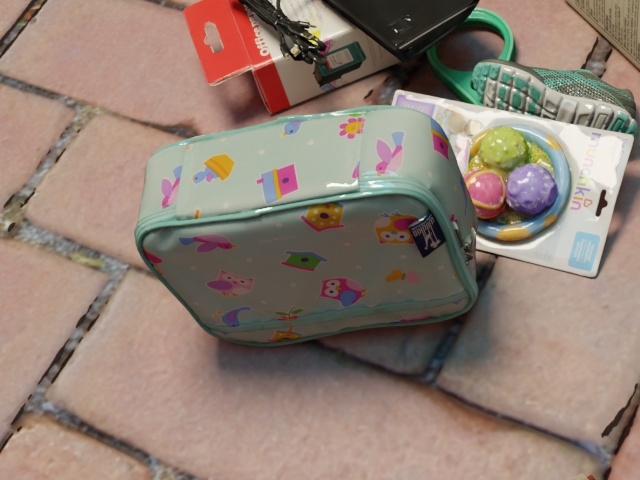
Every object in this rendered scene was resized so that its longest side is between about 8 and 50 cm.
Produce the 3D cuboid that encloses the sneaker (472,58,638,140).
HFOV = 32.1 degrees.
[{"bbox_3d":[0.229,-0.140,1.080,0.166,0.065,0.076,24,44,9],"label":"sneaker"}]

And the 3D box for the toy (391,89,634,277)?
[{"bbox_3d":[0.153,-0.062,1.036,0.237,0.056,0.137,14,85,27],"label":"toy"}]

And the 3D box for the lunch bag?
[{"bbox_3d":[0.000,0.000,0.963,0.279,0.224,0.108,-7,52,18],"label":"lunch bag"}]

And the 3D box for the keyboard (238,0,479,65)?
[{"bbox_3d":[0.001,-0.273,1.159,0.201,0.033,0.317,-32,52,-16],"label":"keyboard"}]

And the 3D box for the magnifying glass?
[{"bbox_3d":[0.166,-0.150,1.131,0.092,0.026,0.231,-14,57,6],"label":"magnifying glass"}]

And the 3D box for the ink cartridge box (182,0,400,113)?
[{"bbox_3d":[-0.019,-0.229,1.202,0.231,0.078,0.134,-21,54,1],"label":"ink cartridge box"}]

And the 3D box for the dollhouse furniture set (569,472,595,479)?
[{"bbox_3d":[0.172,0.232,0.777,0.129,0.183,0.129,-31,54,-6],"label":"dollhouse furniture set"}]

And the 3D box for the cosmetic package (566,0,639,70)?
[{"bbox_3d":[0.364,-0.229,1.053,0.129,0.153,0.296,-30,56,-7],"label":"cosmetic package"}]
